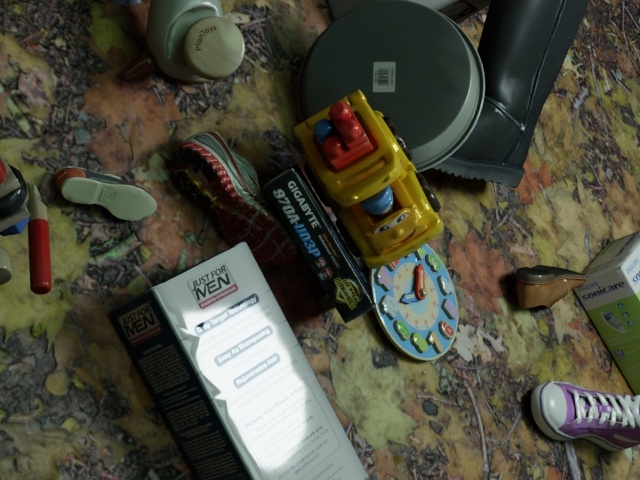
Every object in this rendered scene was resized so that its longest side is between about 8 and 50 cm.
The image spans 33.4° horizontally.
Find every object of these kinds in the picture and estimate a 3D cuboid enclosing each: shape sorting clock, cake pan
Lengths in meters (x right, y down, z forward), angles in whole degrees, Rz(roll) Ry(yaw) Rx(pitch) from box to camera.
[{"bbox_3d":[0.151,0.088,1.680,0.206,0.040,0.206,20,58,-36],"label":"shape sorting clock"},{"bbox_3d":[0.105,-0.243,1.638,0.054,0.293,0.293,58,19,-74],"label":"cake pan"}]

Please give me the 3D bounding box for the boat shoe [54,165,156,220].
[{"bbox_3d":[-0.271,-0.062,1.348,0.137,0.049,0.043,15,22,-38],"label":"boat shoe"}]

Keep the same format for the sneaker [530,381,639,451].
[{"bbox_3d":[0.497,0.287,1.829,0.282,0.161,0.102,17,61,-36],"label":"sneaker"}]

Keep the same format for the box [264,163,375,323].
[{"bbox_3d":[0.000,0.000,1.501,0.220,0.051,0.175,59,4,-4],"label":"box"}]

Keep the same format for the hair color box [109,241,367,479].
[{"bbox_3d":[-0.100,0.196,1.341,0.174,0.105,0.347,-28,92,-47],"label":"hair color box"}]

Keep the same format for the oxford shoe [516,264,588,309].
[{"bbox_3d":[0.413,0.086,1.927,0.212,0.076,0.076,-4,103,-47],"label":"oxford shoe"}]

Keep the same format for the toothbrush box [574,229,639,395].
[{"bbox_3d":[0.638,0.144,2.059,0.206,0.122,0.283,-37,98,-46],"label":"toothbrush box"}]

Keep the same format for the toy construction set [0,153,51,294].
[{"bbox_3d":[-0.410,-0.092,1.129,0.309,0.257,0.237,40,31,-50],"label":"toy construction set"}]

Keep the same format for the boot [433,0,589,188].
[{"bbox_3d":[0.289,-0.328,1.758,0.367,0.146,0.445,4,111,-52],"label":"boot"}]

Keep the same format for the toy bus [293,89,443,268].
[{"bbox_3d":[0.060,-0.096,1.471,0.220,0.149,0.211,62,4,20],"label":"toy bus"}]

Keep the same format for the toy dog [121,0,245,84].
[{"bbox_3d":[-0.227,-0.345,1.446,0.161,0.220,0.333,-19,75,-15],"label":"toy dog"}]

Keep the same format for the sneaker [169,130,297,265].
[{"bbox_3d":[-0.104,-0.061,1.475,0.225,0.088,0.092,52,38,-16],"label":"sneaker"}]

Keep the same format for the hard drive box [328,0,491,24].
[{"bbox_3d":[0.157,-0.419,1.828,0.232,0.181,0.089,-6,75,-44],"label":"hard drive box"}]
